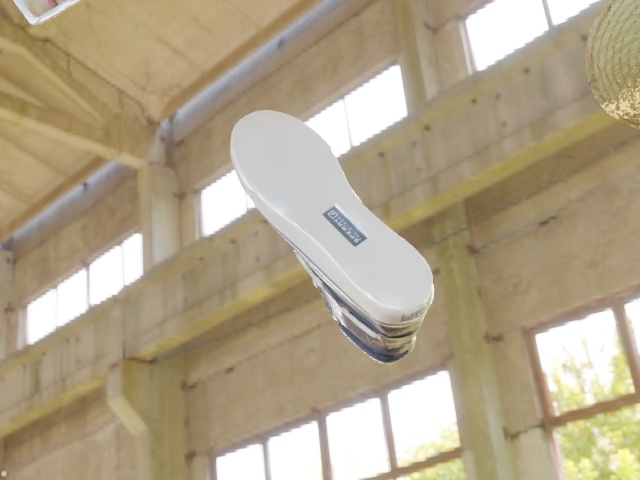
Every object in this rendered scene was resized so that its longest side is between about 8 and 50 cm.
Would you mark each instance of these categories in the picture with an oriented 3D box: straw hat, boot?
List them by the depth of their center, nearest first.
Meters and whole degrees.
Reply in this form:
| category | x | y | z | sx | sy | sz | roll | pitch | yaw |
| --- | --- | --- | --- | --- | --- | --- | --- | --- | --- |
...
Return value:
| category | x | y | z | sx | sy | sz | roll | pitch | yaw |
| --- | --- | --- | --- | --- | --- | --- | --- | --- | --- |
| straw hat | 0.245 | -0.112 | 0.605 | 0.144 | 0.061 | 0.144 | -2 | -52 | -3 |
| boot | 0.000 | 0.000 | 0.665 | 0.069 | 0.190 | 0.086 | -28 | -27 | -21 |

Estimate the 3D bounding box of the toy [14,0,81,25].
| category | x | y | z | sx | sy | sz | roll | pitch | yaw |
| --- | --- | --- | --- | --- | --- | --- | --- | --- | --- |
| toy | -0.098 | -0.232 | 0.568 | 0.237 | 0.137 | 0.056 | -33 | -25 | -14 |
